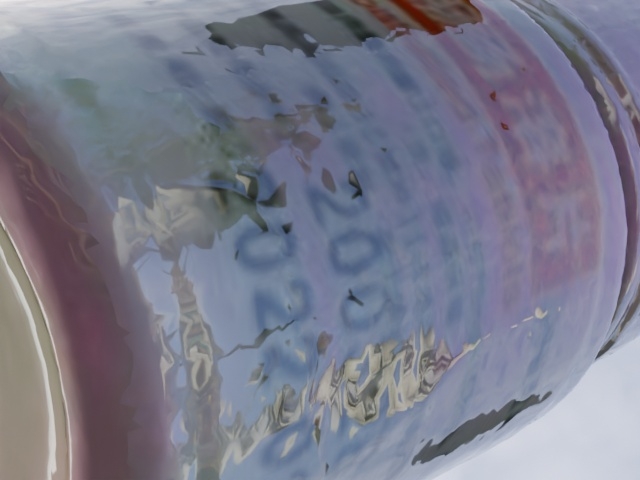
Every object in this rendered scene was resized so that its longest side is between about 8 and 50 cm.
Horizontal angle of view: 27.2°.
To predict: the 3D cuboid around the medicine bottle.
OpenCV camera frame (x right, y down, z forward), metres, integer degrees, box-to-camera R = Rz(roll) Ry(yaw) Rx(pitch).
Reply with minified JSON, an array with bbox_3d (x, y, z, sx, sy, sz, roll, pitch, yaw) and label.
[{"bbox_3d":[0.000,0.000,0.545,0.219,0.388,0.219,14,-69,41],"label":"medicine bottle"}]
